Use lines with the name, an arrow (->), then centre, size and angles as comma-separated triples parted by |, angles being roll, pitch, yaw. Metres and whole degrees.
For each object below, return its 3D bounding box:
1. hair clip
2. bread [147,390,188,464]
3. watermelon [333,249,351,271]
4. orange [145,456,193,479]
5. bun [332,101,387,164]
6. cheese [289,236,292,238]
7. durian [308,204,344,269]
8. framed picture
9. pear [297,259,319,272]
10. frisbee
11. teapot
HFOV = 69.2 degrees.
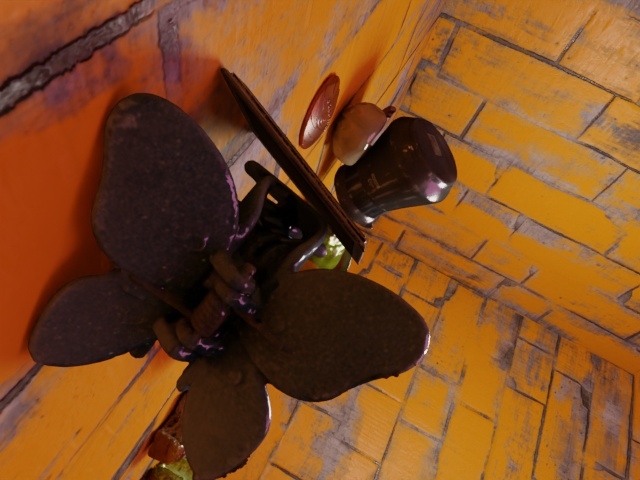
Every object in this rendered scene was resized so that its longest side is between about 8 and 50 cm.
hair clip -> -0.121, 0.066, 0.584 | 0.318, 0.392, 0.238 | -50, -171, 9
bread -> -0.355, 0.499, 1.369 | 0.185, 0.109, 0.380 | -62, 172, 8
watermelon -> 0.009, -0.002, 1.802 | 0.319, 0.214, 0.289 | 58, -41, 44
orange -> -0.454, 0.778, 1.443 | 0.158, 0.179, 0.237 | -64, 175, -6
bun -> 0.105, -0.331, 1.417 | 0.193, 0.128, 0.178 | -52, -177, 41
cheese -> -0.120, 0.004, 1.370 | 0.135, 0.052, 0.244 | -58, 173, -51
durian -> 0.000, 0.000, 1.587 | 0.256, 0.205, 0.339 | -50, 161, -46
framed picture -> -0.027, -0.091, 0.670 | 0.018, 0.293, 0.231 | -37, 173, -2
pear -> -0.112, 0.184, 1.107 | 0.314, 0.314, 0.314 | -61, 174, -11
frisbee -> 0.008, -0.306, 1.130 | 0.192, 0.035, 0.192 | -61, 173, -13
teapot -> 0.228, -0.251, 1.571 | 0.362, 0.375, 0.306 | -27, 163, 37
